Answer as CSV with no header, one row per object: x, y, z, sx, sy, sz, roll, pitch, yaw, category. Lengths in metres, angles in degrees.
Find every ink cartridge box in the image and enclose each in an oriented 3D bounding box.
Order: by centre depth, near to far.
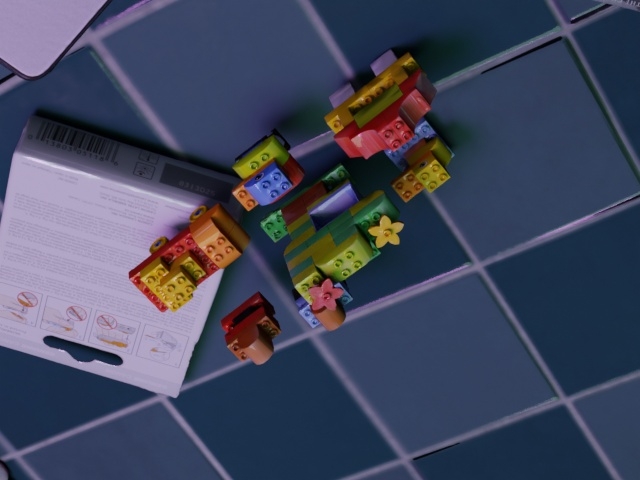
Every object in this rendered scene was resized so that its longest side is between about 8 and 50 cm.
-0.136,0.014,1.034,0.145,0.045,0.179,17,135,-5,ink cartridge box

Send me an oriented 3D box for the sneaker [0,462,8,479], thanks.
-0.319,0.147,1.104,0.103,0.111,0.252,-30,116,26,sneaker

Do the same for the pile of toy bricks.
0.000,0.000,0.923,0.212,0.105,0.118,-38,117,9,pile of toy bricks

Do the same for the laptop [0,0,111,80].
-0.173,-0.229,0.532,0.382,0.236,0.408,36,125,-18,laptop

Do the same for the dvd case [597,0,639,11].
0.155,-0.185,0.858,0.087,0.013,0.119,14,127,-2,dvd case
